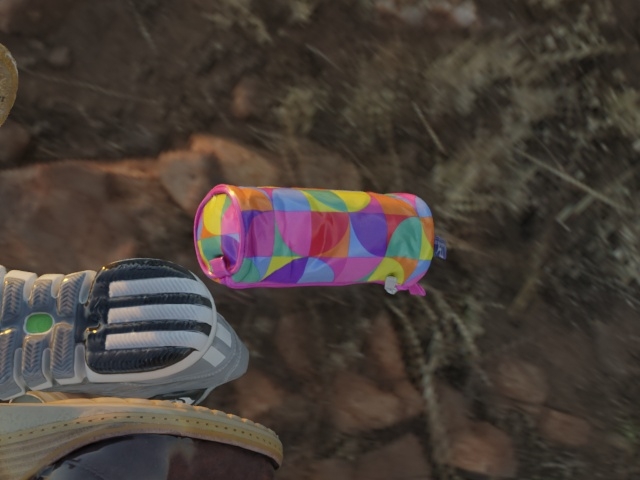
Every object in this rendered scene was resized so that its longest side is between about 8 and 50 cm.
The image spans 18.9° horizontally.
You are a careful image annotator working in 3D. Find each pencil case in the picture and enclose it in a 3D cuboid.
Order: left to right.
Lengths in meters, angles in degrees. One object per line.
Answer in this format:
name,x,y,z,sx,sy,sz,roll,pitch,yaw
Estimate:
pencil case,0.000,0.000,1.814,0.104,0.236,0.104,-9,79,59

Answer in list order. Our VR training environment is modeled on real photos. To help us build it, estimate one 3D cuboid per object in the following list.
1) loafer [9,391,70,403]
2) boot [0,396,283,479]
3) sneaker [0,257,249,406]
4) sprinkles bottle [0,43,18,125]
loafer,-0.216,0.175,1.591,0.148,0.050,0.056,44,117,28
boot,-0.125,0.175,0.861,0.090,0.248,0.207,-11,77,54
sneaker,-0.146,0.065,1.064,0.228,0.132,0.086,1,71,22
sprinkles bottle,-0.431,-0.208,1.778,0.355,0.121,0.121,36,93,31
